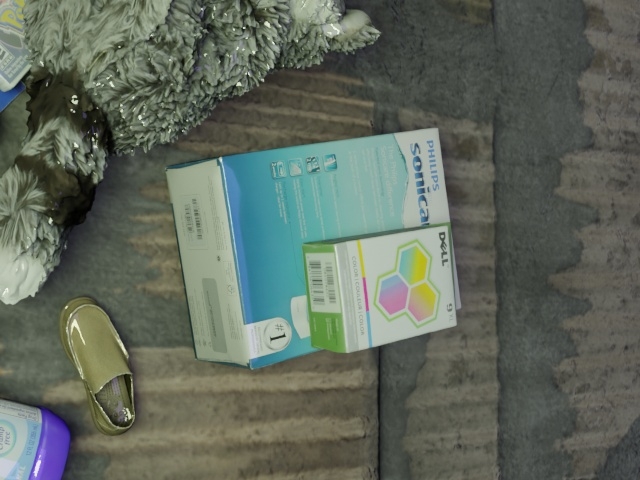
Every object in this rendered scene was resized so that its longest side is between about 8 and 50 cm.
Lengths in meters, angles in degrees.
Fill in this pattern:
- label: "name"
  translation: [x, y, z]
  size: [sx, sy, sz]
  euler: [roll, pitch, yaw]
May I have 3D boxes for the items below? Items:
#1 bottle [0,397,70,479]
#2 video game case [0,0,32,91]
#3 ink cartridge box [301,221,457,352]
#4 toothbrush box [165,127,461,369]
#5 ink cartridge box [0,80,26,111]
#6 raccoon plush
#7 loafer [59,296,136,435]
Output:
- label: "bottle"
  translation: [-0.362, 0.173, 0.827]
  size: [0.282, 0.092, 0.118]
  euler: [23, 77, -33]
- label: "video game case"
  translation: [-0.300, -0.271, 0.902]
  size: [0.183, 0.023, 0.201]
  euler: [48, 55, -28]
- label: "ink cartridge box"
  translation: [0.084, 0.044, 1.014]
  size: [0.209, 0.062, 0.109]
  euler: [-8, 95, -36]
- label: "toothbrush box"
  translation: [0.000, 0.000, 1.068]
  size: [0.295, 0.126, 0.216]
  euler: [-13, 97, -34]
- label: "ink cartridge box"
  translation: [-0.408, -0.088, 0.821]
  size: [0.165, 0.065, 0.333]
  euler: [48, 63, -24]
- label: "raccoon plush"
  translation: [-0.143, -0.141, 0.945]
  size: [0.299, 0.216, 0.446]
  euler: [22, 104, -54]
- label: "loafer"
  translation: [-0.213, 0.125, 0.960]
  size: [0.056, 0.050, 0.148]
  euler: [-27, 104, -33]
